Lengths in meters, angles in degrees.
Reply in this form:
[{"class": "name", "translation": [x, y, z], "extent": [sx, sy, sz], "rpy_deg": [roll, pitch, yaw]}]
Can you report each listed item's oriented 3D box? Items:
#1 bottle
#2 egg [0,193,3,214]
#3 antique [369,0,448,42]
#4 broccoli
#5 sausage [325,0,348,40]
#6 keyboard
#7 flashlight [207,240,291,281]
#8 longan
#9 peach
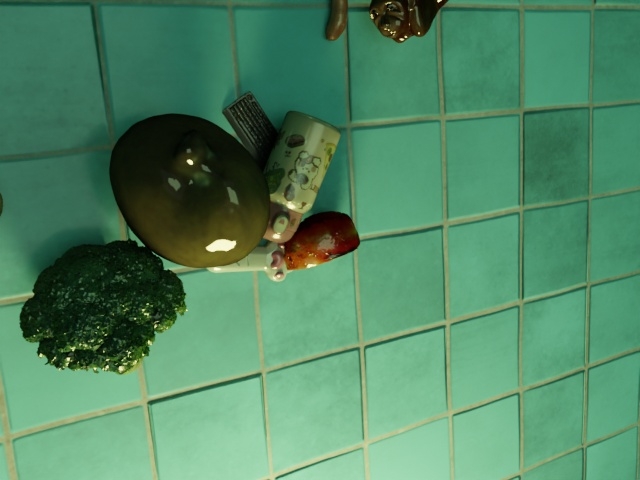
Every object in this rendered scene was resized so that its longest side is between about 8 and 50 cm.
[{"class": "bottle", "translation": [-0.056, -0.118, 1.305], "extent": [0.121, 0.120, 0.253], "rpy_deg": [20, 92, -30]}, {"class": "egg", "translation": [-0.574, -0.047, 1.052], "extent": [0.140, 0.118, 0.116], "rpy_deg": [-39, 121, -4]}, {"class": "antique", "translation": [0.191, -0.527, 1.384], "extent": [0.143, 0.121, 0.256], "rpy_deg": [36, 80, -26]}, {"class": "broccoli", "translation": [-0.364, 0.132, 1.150], "extent": [0.270, 0.270, 0.270], "rpy_deg": [-28, 141, -22]}, {"class": "sausage", "translation": [0.037, -0.501, 1.349], "extent": [0.043, 0.043, 0.186], "rpy_deg": [-1, 100, -29]}, {"class": "keyboard", "translation": [-0.115, -0.198, 1.334], "extent": [0.074, 0.015, 0.196], "rpy_deg": [-40, 115, -16]}, {"class": "flashlight", "translation": [-0.141, 0.036, 1.343], "extent": [0.201, 0.048, 0.093], "rpy_deg": [3, 96, -30]}, {"class": "longan", "translation": [-0.221, -0.089, 1.151], "extent": [0.300, 0.300, 0.243], "rpy_deg": [44, 55, -27]}, {"class": "peach", "translation": [-0.002, -0.006, 1.366], "extent": [0.172, 0.127, 0.092], "rpy_deg": [-18, 103, -23]}]
